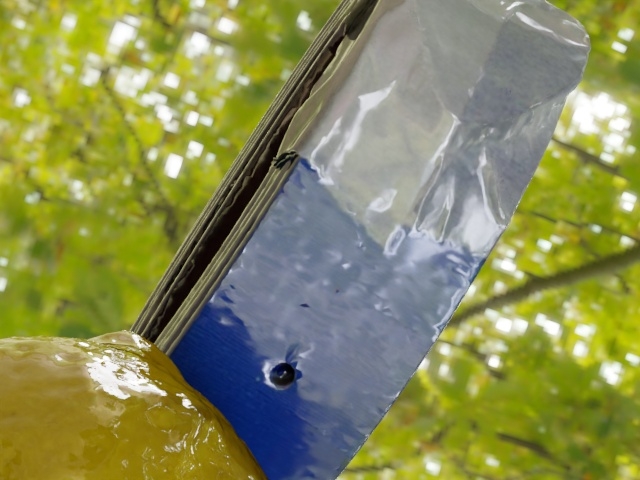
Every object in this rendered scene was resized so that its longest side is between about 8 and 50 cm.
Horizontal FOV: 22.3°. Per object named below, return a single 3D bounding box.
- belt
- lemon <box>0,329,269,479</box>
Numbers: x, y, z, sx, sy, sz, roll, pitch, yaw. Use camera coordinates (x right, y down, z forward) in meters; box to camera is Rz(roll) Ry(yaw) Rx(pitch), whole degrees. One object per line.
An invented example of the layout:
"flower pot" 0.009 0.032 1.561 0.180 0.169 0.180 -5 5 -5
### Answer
"belt" 0.000 0.000 0.859 0.347 0.117 0.212 -57 -170 -1
"lemon" -0.122 0.169 0.684 0.233 0.234 0.288 -24 -134 55
